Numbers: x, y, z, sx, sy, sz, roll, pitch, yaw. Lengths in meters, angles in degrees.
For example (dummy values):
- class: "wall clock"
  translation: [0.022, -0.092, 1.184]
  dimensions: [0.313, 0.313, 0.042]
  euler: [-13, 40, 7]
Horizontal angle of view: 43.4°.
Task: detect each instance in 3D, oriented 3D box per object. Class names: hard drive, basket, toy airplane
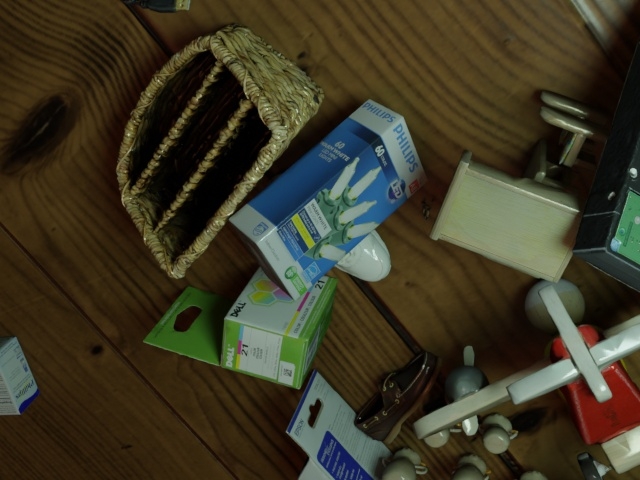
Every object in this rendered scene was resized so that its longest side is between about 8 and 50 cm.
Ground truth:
- class: "hard drive"
  translation: [0.440, -0.090, 0.930]
  dimensions: [0.237, 0.338, 0.064]
  euler: [25, 166, -19]
- class: "basket"
  translation: [-0.173, -0.142, 1.134]
  dimensions: [0.213, 0.223, 0.299]
  euler: [39, 120, -6]
- class: "toy airplane"
  translation: [0.351, 0.154, 1.106]
  dimensions: [0.386, 0.272, 0.384]
  euler: [2, 136, -21]

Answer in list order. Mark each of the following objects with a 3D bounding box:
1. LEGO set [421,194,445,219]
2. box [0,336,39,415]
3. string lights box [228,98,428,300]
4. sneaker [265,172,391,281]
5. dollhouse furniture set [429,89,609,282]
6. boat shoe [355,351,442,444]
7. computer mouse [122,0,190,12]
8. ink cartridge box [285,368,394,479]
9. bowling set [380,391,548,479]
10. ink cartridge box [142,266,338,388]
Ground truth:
- class: "LEGO set"
  translation: [0.192, -0.052, 1.195]
  dimensions: [0.083, 0.023, 0.054]
  euler: [13, 117, 24]
- class: "box"
  translation: [-0.631, 0.262, 1.544]
  dimensions: [0.126, 0.072, 0.137]
  euler: [-6, 113, 18]
- class: "string lights box"
  translation: [0.016, -0.056, 1.099]
  dimensions: [0.260, 0.077, 0.133]
  euler: [-42, 136, -11]
- class: "sneaker"
  translation: [0.000, 0.000, 1.215]
  dimensions: [0.232, 0.115, 0.090]
  euler: [33, 119, -2]
- class: "dollhouse furniture set"
  translation: [0.251, -0.069, 1.040]
  dimensions: [0.161, 0.242, 0.212]
  euler: [22, 119, 6]
- class: "boat shoe"
  translation: [0.126, 0.257, 1.331]
  dimensions: [0.073, 0.073, 0.207]
  euler: [29, 119, -2]
- class: "computer mouse"
  translation: [-0.192, -0.407, 1.101]
  dimensions: [0.262, 0.060, 0.184]
  euler: [-2, 114, 17]
- class: "ink cartridge box"
  translation: [0.069, 0.407, 1.361]
  dimensions: [0.069, 0.175, 0.371]
  euler: [-33, 103, 27]
- class: "bowling set"
  translation: [0.248, 0.319, 1.310]
  dimensions: [0.287, 0.154, 0.199]
  euler: [8, 93, 14]
- class: "ink cartridge box"
  translation: [-0.122, 0.112, 1.262]
  dimensions: [0.255, 0.189, 0.097]
  euler: [14, 119, 9]
